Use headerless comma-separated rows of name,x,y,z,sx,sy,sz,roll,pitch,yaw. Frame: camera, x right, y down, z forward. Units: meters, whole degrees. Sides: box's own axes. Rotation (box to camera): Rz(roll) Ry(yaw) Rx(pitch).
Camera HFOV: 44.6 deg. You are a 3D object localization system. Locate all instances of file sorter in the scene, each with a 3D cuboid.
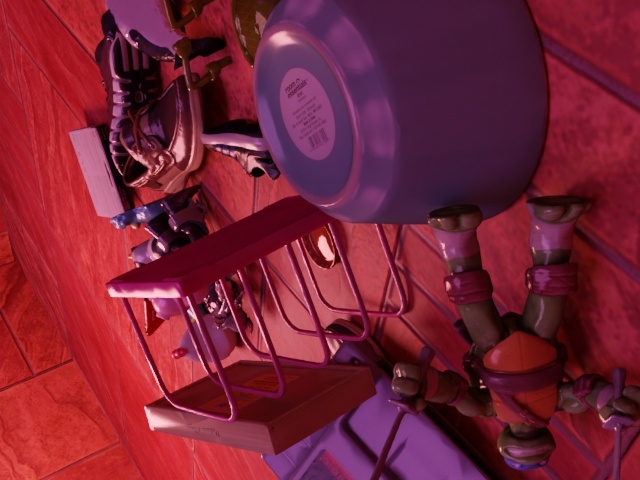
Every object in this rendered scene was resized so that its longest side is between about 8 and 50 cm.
file sorter,-0.066,0.072,0.959,0.202,0.291,0.182,-4,109,54

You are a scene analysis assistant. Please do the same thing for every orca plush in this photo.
orca plush,-0.240,-0.345,1.230,0.287,0.102,0.151,32,92,34

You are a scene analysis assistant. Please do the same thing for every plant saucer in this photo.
plant saucer,0.000,0.000,1.100,0.083,0.013,0.083,40,143,40

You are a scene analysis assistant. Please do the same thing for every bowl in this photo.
bowl,0.048,-0.139,0.762,0.311,0.163,0.311,38,140,41

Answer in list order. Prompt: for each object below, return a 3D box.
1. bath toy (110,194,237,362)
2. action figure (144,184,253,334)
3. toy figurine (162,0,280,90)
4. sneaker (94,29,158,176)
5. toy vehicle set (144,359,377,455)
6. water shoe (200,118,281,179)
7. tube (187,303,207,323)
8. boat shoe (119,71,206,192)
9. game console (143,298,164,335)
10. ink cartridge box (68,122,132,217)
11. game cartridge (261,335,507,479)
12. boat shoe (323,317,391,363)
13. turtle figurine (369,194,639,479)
bath toy,-0.291,0.090,1.550,0.348,0.129,0.151,64,152,5
action figure,-0.198,0.048,1.401,0.285,0.099,0.185,56,143,13
toy figurine,-0.061,-0.342,0.787,0.217,0.191,0.362,6,114,52
sneaker,-0.361,-0.268,1.462,0.162,0.107,0.281,43,134,48
toy vehicle set,-0.081,0.199,0.971,0.267,0.166,0.035,-7,100,49
water shoe,-0.112,-0.129,1.141,0.203,0.073,0.080,18,129,57
tube,-0.276,0.127,1.644,0.207,0.052,0.080,57,162,7
boat shoe,-0.273,-0.168,1.311,0.342,0.123,0.123,140,124,-64
game console,-0.393,0.126,1.804,0.085,0.124,0.144,26,138,15
ink cartridge box,-0.502,-0.160,1.821,0.224,0.045,0.223,9,118,57
game cartridge,0.095,0.320,0.966,0.355,0.068,0.230,43,105,28
boat shoe,0.063,0.200,1.071,0.223,0.073,0.080,49,146,30
turtle figurine,0.168,0.105,0.669,0.198,0.275,0.266,1,103,43
